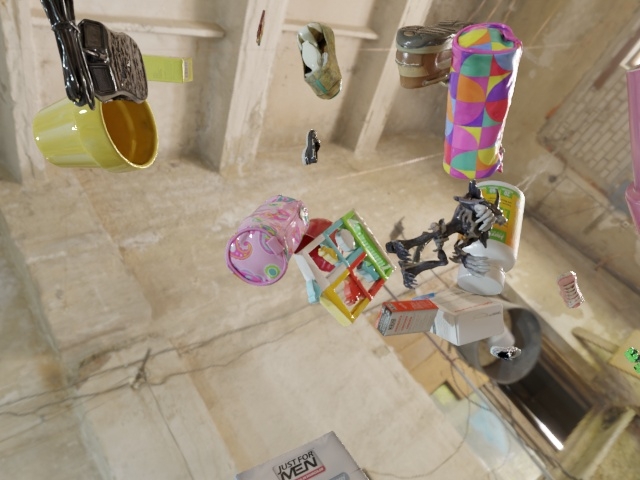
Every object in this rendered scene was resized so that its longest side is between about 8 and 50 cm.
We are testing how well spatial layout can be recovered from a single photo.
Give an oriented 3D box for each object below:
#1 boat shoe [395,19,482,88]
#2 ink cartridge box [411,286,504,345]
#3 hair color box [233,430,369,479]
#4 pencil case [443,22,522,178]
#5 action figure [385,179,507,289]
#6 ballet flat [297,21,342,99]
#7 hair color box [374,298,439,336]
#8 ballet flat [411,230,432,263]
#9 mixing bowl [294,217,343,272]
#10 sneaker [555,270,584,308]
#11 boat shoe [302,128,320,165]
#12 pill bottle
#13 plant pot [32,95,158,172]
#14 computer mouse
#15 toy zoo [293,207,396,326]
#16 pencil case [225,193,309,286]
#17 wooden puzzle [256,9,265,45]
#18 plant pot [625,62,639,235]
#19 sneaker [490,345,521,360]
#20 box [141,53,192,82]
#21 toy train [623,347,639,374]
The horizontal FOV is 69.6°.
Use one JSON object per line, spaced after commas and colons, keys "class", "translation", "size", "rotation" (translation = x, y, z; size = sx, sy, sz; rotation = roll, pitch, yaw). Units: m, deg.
{"class": "boat shoe", "translation": [0.272, -0.388, 0.968], "size": [0.323, 0.122, 0.120], "rotation": [-21, -50, -31]}
{"class": "ink cartridge box", "translation": [0.362, 0.198, 1.233], "size": [0.148, 0.086, 0.203], "rotation": [-11, 10, -18]}
{"class": "hair color box", "translation": [0.039, 0.467, 0.619], "size": [0.185, 0.374, 0.114], "rotation": [-7, -53, -37]}
{"class": "pencil case", "translation": [0.246, -0.206, 0.715], "size": [0.104, 0.104, 0.236], "rotation": [-32, -40, -16]}
{"class": "action figure", "translation": [0.271, -0.007, 0.878], "size": [0.275, 0.141, 0.164], "rotation": [-28, -57, -14]}
{"class": "ballet flat", "translation": [-0.017, -0.557, 1.345], "size": [0.123, 0.349, 0.123], "rotation": [-8, -33, -5]}
{"class": "hair color box", "translation": [0.204, 0.180, 1.083], "size": [0.141, 0.043, 0.072], "rotation": [1, -63, -30]}
{"class": "ballet flat", "translation": [0.361, 0.038, 1.637], "size": [0.057, 0.049, 0.173], "rotation": [99, -164, -61]}
{"class": "mixing bowl", "translation": [0.000, 0.000, 1.331], "size": [0.098, 0.181, 0.181], "rotation": [-57, -15, -27]}
{"class": "sneaker", "translation": [0.651, 0.133, 1.194], "size": [0.050, 0.070, 0.134], "rotation": [-26, -37, 12]}
{"class": "boat shoe", "translation": [-0.018, -0.243, 1.191], "size": [0.038, 0.125, 0.046], "rotation": [-3, -43, 17]}
{"class": "pill bottle", "translation": [0.391, -0.004, 1.077], "size": [0.136, 0.136, 0.246], "rotation": [82, -155, -62]}
{"class": "plant pot", "translation": [-0.609, -0.294, 1.236], "size": [0.238, 0.254, 0.254], "rotation": [-9, -21, 12]}
{"class": "computer mouse", "translation": [-0.292, -0.261, 0.579], "size": [0.060, 0.262, 0.184], "rotation": [-7, -71, -2]}
{"class": "toy zoo", "translation": [0.055, 0.062, 1.051], "size": [0.030, 0.192, 0.293], "rotation": [-31, 6, 41]}
{"class": "pencil case", "translation": [-0.095, -0.012, 0.929], "size": [0.124, 0.124, 0.284], "rotation": [-49, 5, 19]}
{"class": "wooden puzzle", "translation": [-0.122, -0.436, 0.946], "size": [0.006, 0.083, 0.049], "rotation": [11, -21, -5]}
{"class": "plant pot", "translation": [0.406, -0.113, 0.460], "size": [0.201, 0.180, 0.201], "rotation": [-23, 8, 4]}
{"class": "sneaker", "translation": [0.592, 0.360, 1.446], "size": [0.098, 0.038, 0.069], "rotation": [2, 7, -4]}
{"class": "box", "translation": [-0.427, -0.410, 1.085], "size": [0.087, 0.232, 0.058], "rotation": [-84, 0, -68]}
{"class": "toy train", "translation": [0.582, 0.232, 0.832], "size": [0.017, 0.083, 0.024], "rotation": [9, -51, -18]}
